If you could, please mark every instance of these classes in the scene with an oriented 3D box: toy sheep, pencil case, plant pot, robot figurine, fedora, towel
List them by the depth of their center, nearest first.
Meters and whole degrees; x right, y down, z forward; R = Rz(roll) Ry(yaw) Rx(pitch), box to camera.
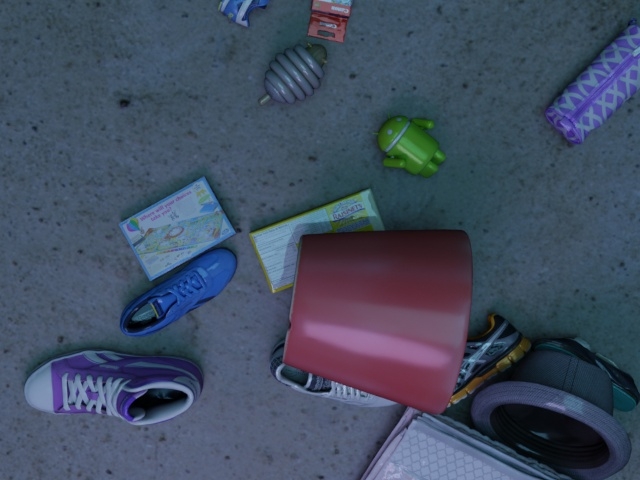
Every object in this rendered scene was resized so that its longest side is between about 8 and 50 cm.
[{"bbox_3d":[0.076,0.104,1.303,0.243,0.275,0.274,8,95,-2],"label":"plant pot"},{"bbox_3d":[-0.042,-0.250,1.345,0.091,0.091,0.132,44,92,-6],"label":"toy sheep"},{"bbox_3d":[0.365,0.259,1.368,0.244,0.275,0.124,15,59,20],"label":"fedora"},{"bbox_3d":[0.446,-0.243,1.373,0.086,0.088,0.206,43,93,-5],"label":"pencil case"},{"bbox_3d":[0.138,-0.148,1.376,0.115,0.067,0.101,38,70,-5],"label":"robot figurine"},{"bbox_3d":[0.216,0.454,1.416,0.332,0.053,0.316,26,110,-4],"label":"towel"}]

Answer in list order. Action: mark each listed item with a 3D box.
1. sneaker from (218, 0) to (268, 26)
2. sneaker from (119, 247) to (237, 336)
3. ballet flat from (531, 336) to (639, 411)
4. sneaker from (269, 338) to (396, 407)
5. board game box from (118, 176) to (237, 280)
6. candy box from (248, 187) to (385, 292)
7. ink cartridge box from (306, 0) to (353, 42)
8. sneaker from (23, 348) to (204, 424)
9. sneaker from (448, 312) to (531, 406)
[{"bbox_3d":[-0.092,-0.390,1.347,0.059,0.053,0.144,42,101,-6],"label":"sneaker"},{"bbox_3d":[-0.219,0.086,1.375,0.209,0.082,0.069,-33,95,-1],"label":"sneaker"},{"bbox_3d":[0.431,0.203,1.433,0.203,0.074,0.074,32,93,-6],"label":"ballet flat"},{"bbox_3d":[0.032,0.223,1.397,0.235,0.095,0.090,11,94,-6],"label":"sneaker"},{"bbox_3d":[-0.223,-0.018,1.383,0.154,0.026,0.103,-29,89,0],"label":"board game box"},{"bbox_3d":[0.000,0.000,1.404,0.206,0.027,0.105,-20,97,-1],"label":"candy box"},{"bbox_3d":[0.019,-0.370,1.365,0.063,0.029,0.115,10,95,-5],"label":"ink cartridge box"},{"bbox_3d":[-0.325,0.227,1.345,0.282,0.161,0.102,-5,98,-1],"label":"sneaker"},{"bbox_3d":[0.230,0.200,1.418,0.215,0.084,0.083,-35,86,-4],"label":"sneaker"}]
